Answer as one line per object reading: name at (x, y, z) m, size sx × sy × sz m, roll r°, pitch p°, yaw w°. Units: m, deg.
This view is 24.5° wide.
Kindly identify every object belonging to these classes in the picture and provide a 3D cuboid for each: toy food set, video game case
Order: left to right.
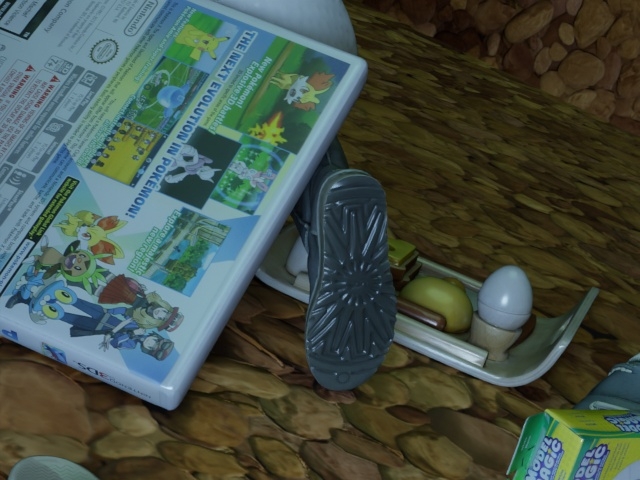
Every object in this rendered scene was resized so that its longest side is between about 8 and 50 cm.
video game case at (-0.165, -0.067, 1.095) m, size 0.300 × 0.036 × 0.329 m, roll 23°, pitch 57°, yaw 11°
toy food set at (0.098, 0.021, 1.366) m, size 0.306 × 0.092 × 0.220 m, roll 24°, pitch 17°, yaw 12°

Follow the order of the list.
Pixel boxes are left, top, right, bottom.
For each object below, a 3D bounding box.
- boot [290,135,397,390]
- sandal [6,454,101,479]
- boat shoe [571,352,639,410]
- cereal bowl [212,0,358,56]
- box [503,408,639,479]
boot at (0.002, 0.001, 1.194) m, size 0.076 × 0.189 × 0.208 m, roll 3°, pitch 14°, yaw -18°
sandal at (-0.117, 0.159, 0.767) m, size 0.072 × 0.049 × 0.180 m, roll 11°, pitch 19°, yaw -26°
boat shoe at (0.303, 0.198, 1.081) m, size 0.099 × 0.116 × 0.319 m, roll -24°, pitch 39°, yaw -18°
cereal bowl at (-0.143, -0.150, 1.324) m, size 0.339 × 0.339 × 0.141 m, roll 20°, pitch 51°, yaw 0°
box at (0.189, 0.166, 0.994) m, size 0.179 × 0.105 × 0.043 m, roll 6°, pitch 21°, yaw -37°
